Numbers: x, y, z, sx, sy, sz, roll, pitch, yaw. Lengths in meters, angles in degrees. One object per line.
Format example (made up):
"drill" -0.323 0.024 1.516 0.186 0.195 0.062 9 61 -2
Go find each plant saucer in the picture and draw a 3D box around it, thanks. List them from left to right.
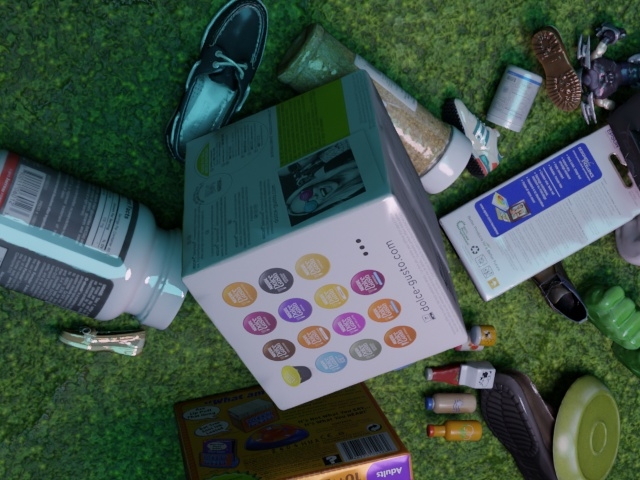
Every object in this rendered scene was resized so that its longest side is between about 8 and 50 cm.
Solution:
"plant saucer" 0.535 0.387 2.078 0.241 0.037 0.241 -5 96 -47

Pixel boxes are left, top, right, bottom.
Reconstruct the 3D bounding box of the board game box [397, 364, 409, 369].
"board game box" 0.140 0.164 1.994 0.133 0.033 0.169 -6 113 -17

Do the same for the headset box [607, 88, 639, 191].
"headset box" 0.663 -0.153 1.873 0.293 0.218 0.110 1 149 -30

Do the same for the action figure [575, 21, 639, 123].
"action figure" 0.572 -0.307 1.915 0.284 0.099 0.185 -8 116 5

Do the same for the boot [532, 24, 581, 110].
"boot" 0.428 -0.312 1.883 0.059 0.085 0.158 -16 108 23

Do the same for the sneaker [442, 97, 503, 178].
"sneaker" 0.281 -0.196 1.909 0.075 0.057 0.161 -35 109 -22

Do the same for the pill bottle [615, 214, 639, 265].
"pill bottle" 0.741 0.001 2.004 0.318 0.176 0.176 17 102 -18

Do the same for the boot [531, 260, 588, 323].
"boot" 0.437 0.064 1.990 0.082 0.106 0.219 -38 111 3

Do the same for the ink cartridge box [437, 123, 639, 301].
"ink cartridge box" 0.417 -0.053 1.935 0.370 0.069 0.176 -30 88 2

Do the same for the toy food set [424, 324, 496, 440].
"toy food set" 0.258 0.261 2.007 0.104 0.111 0.232 2 109 -14

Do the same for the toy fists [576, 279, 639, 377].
"toy fists" 0.613 0.187 2.050 0.096 0.142 0.279 -40 112 1

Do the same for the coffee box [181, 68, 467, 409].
"coffee box" 0.000 0.000 1.667 0.334 0.338 0.338 -22 130 12

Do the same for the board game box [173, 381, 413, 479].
"board game box" -0.044 0.486 1.875 0.356 0.356 0.357 -11 110 -10

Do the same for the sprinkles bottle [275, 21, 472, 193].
"sprinkles bottle" 0.094 -0.224 1.809 0.355 0.121 0.121 35 97 -18

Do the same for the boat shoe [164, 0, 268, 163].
"boat shoe" -0.166 -0.264 1.756 0.114 0.091 0.303 19 102 -19

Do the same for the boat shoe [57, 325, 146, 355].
"boat shoe" -0.387 0.170 1.862 0.152 0.056 0.048 12 94 -18

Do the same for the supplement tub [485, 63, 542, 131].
"supplement tub" 0.348 -0.256 1.890 0.071 0.071 0.107 18 103 -18

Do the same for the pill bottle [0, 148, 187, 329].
"pill bottle" -0.397 0.009 1.724 0.362 0.210 0.210 23 101 -18

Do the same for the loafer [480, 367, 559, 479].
"loafer" 0.433 0.376 2.092 0.130 0.133 0.366 -45 124 -25
